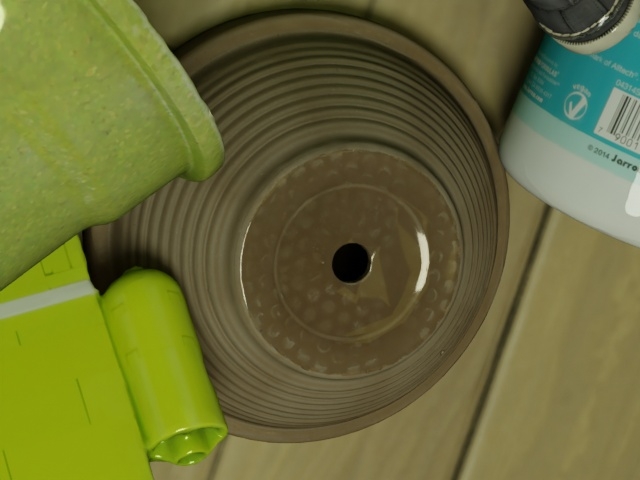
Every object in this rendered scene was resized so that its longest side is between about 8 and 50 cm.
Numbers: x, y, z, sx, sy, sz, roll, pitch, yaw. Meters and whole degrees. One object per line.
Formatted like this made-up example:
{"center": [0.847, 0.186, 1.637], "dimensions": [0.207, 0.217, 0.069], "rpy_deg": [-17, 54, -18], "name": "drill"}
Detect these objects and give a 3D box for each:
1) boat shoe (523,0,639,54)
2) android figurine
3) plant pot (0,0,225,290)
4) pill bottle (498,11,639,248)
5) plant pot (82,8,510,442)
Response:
{"center": [0.098, -0.188, 0.809], "dimensions": [0.075, 0.206, 0.065], "rpy_deg": [-32, 150, 23], "name": "boat shoe"}
{"center": [-0.176, 0.081, 0.774], "dimensions": [0.248, 0.056, 0.272], "rpy_deg": [-14, 63, -11], "name": "android figurine"}
{"center": [-0.225, -0.039, 0.675], "dimensions": [0.254, 0.276, 0.276], "rpy_deg": [-47, 110, -11], "name": "plant pot"}
{"center": [0.205, -0.131, 0.847], "dimensions": [0.146, 0.146, 0.264], "rpy_deg": [18, 106, -19], "name": "pill bottle"}
{"center": [0.000, 0.000, 0.855], "dimensions": [0.237, 0.110, 0.237], "rpy_deg": [-3, 101, -16], "name": "plant pot"}
